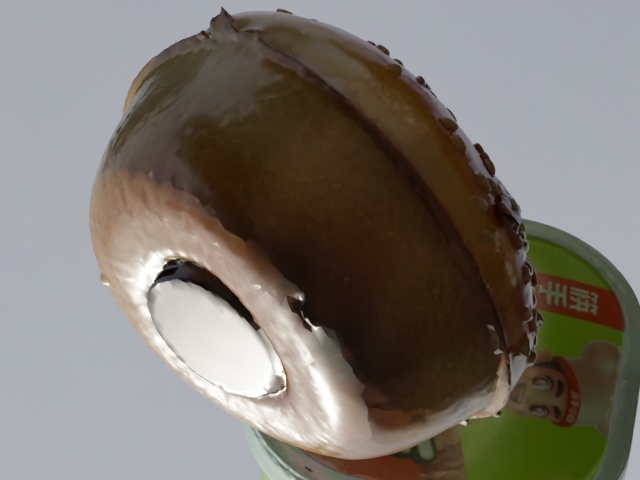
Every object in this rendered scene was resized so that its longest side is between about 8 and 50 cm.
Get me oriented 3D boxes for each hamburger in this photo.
[{"bbox_3d":[-0.001,-0.003,0.813,0.147,0.237,0.237,-46,-48,-26],"label":"hamburger"}]

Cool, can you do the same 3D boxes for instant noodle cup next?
[{"bbox_3d":[0.073,0.166,1.329,0.294,0.294,0.308,-29,-30,-25],"label":"instant noodle cup"}]
